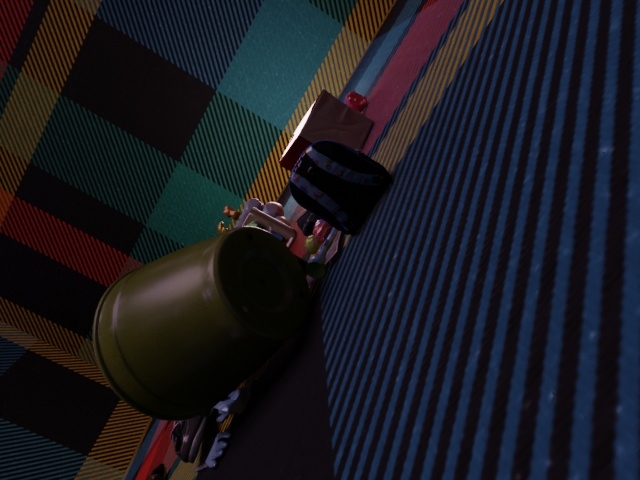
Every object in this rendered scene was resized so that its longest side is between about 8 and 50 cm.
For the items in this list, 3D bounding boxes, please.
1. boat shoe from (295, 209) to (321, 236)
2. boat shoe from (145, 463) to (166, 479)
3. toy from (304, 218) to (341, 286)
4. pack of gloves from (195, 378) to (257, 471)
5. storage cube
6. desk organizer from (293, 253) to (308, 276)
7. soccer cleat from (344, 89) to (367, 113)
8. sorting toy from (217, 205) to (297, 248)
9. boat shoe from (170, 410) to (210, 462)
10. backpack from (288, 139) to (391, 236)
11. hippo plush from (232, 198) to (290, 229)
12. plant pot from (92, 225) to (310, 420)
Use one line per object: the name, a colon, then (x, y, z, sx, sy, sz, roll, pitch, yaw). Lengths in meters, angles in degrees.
boat shoe: (0.000, -0.074, 1.397, 0.206, 0.075, 0.065, -38, 67, 52)
boat shoe: (-0.498, 0.728, 1.513, 0.060, 0.064, 0.178, -62, 8, -1)
toy: (0.000, 0.000, 1.147, 0.137, 0.056, 0.237, -53, 13, 29)
pack of gloves: (-0.234, 0.418, 1.156, 0.232, 0.046, 0.195, -45, 17, 55)
storage cube: (0.016, -0.293, 1.509, 0.215, 0.183, 0.193, -65, 12, -24)
desk organizer: (-0.088, 0.046, 1.235, 0.047, 0.130, 0.050, -60, 12, -3)
soccer cleat: (0.110, -0.452, 1.798, 0.095, 0.082, 0.248, -58, 12, 38)
sorting toy: (-0.253, 0.003, 1.758, 0.229, 0.307, 0.041, -62, -25, -1)
boat shoe: (-0.340, 0.472, 1.280, 0.335, 0.095, 0.112, 148, 137, -81)
backpack: (0.029, -0.116, 0.997, 0.158, 0.173, 0.117, -58, 11, 18)
hippo plush: (-0.233, 0.014, 1.963, 0.294, 0.234, 0.237, -53, -23, -28)
plant pot: (-0.219, 0.151, 1.062, 0.352, 0.366, 0.367, -31, 26, 36)
